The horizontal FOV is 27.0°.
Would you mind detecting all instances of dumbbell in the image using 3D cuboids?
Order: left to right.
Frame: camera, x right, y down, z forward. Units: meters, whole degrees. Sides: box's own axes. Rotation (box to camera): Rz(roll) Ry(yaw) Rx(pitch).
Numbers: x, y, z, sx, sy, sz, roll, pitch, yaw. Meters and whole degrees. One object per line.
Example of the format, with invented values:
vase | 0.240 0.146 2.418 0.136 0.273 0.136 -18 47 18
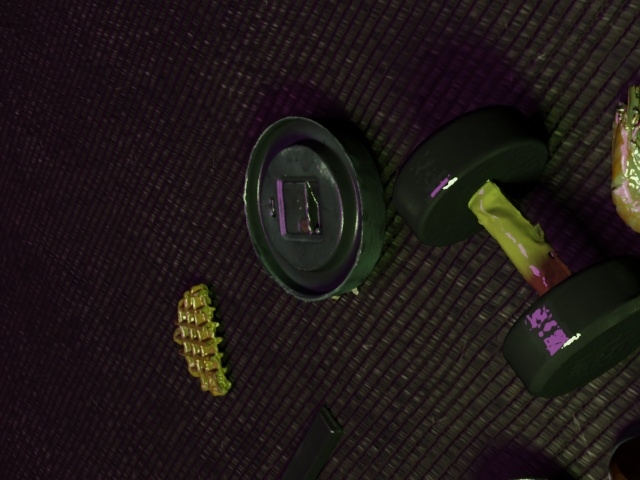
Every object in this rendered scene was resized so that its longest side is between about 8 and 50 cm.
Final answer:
dumbbell | 0.250 0.011 1.621 0.322 0.203 0.204 56 139 24

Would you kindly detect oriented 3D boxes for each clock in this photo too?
clock | -0.011 -0.049 1.997 0.280 0.055 0.281 12 107 48

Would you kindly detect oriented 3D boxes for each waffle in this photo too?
waffle | -0.206 0.184 2.395 0.192 0.046 0.160 58 140 20

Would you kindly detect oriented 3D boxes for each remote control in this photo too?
remote control | -0.024 0.372 2.247 0.063 0.025 0.245 54 138 31

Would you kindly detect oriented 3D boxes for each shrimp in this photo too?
shrimp | 0.378 -0.094 1.553 0.099 0.041 0.180 2 104 51

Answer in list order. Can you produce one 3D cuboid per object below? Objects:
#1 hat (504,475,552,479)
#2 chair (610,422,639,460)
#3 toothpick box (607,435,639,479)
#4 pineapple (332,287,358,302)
hat | 0.289 0.390 1.813 0.193 0.082 0.193 3 109 10
chair | 0.366 0.321 1.603 0.095 0.221 0.104 40 137 5
toothpick box | 0.432 0.195 1.476 0.192 0.192 0.294 26 115 45
pineapple | 0.000 0.000 2.067 0.221 0.047 0.221 19 116 47
